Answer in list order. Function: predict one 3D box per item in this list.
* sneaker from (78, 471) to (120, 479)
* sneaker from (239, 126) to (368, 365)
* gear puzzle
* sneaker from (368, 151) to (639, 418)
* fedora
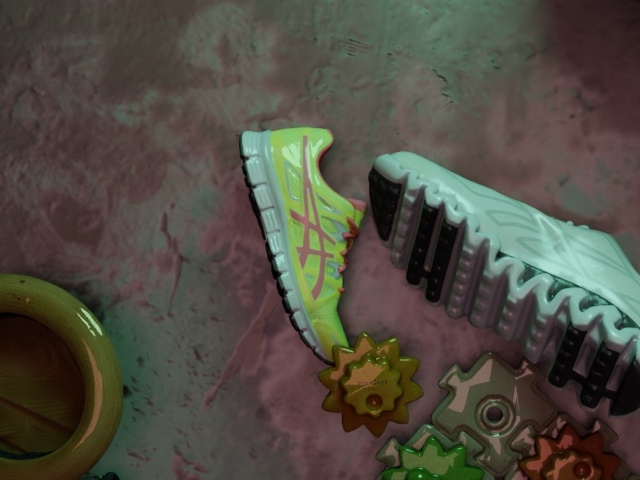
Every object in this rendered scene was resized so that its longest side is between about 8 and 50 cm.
[{"bbox_3d":[-0.206,0.230,1.072,0.188,0.067,0.078,19,69,8],"label":"sneaker"},{"bbox_3d":[0.000,0.000,1.042,0.094,0.081,0.208,-16,91,-5],"label":"sneaker"},{"bbox_3d":[0.144,0.190,1.014,0.339,0.044,0.175,40,93,-3],"label":"gear puzzle"},{"bbox_3d":[0.165,0.018,1.020,0.292,0.110,0.118,38,54,17],"label":"sneaker"},{"bbox_3d":[-0.248,0.122,1.063,0.194,0.079,0.194,-1,85,13],"label":"fedora"}]
